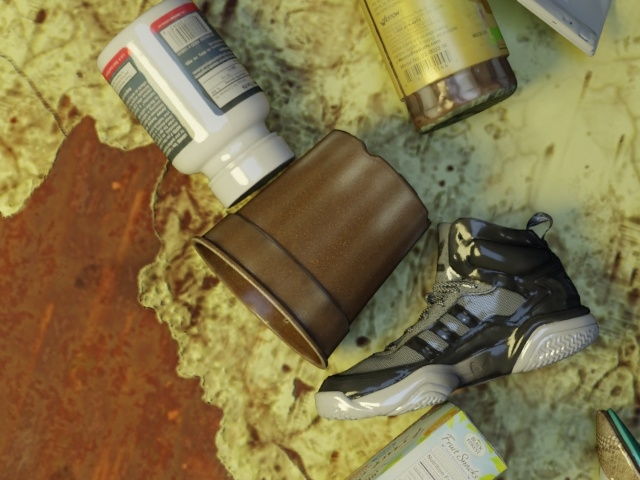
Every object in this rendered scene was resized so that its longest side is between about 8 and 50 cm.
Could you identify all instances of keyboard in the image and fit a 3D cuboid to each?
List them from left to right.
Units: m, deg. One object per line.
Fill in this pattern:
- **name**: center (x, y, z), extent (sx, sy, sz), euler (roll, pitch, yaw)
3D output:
- **keyboard**: center (0.164, -0.263, 1.560), extent (0.256, 0.014, 0.072), euler (34, 53, -22)

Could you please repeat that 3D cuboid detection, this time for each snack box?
- **snack box**: center (0.057, 0.231, 1.518), extent (0.207, 0.174, 0.070), euler (-40, 89, -1)

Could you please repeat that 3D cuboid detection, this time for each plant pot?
- **plant pot**: center (0.000, 0.000, 1.543), extent (0.167, 0.167, 0.165), euler (44, 80, 2)

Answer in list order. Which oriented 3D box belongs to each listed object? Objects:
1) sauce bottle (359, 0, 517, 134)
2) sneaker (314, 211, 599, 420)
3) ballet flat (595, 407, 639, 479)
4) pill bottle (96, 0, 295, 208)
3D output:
- **sauce bottle**: center (0.071, -0.273, 1.570), extent (0.111, 0.111, 0.344), euler (-22, 89, -1)
- **sneaker**: center (0.107, 0.065, 1.566), extent (0.268, 0.101, 0.153), euler (-18, 87, -7)
- **ballet flat**: center (0.299, 0.250, 1.573), extent (0.067, 0.073, 0.206), euler (-38, 84, 13)
- **pill bottle**: center (-0.109, -0.122, 1.566), extent (0.108, 0.108, 0.180), euler (-38, 88, -2)
